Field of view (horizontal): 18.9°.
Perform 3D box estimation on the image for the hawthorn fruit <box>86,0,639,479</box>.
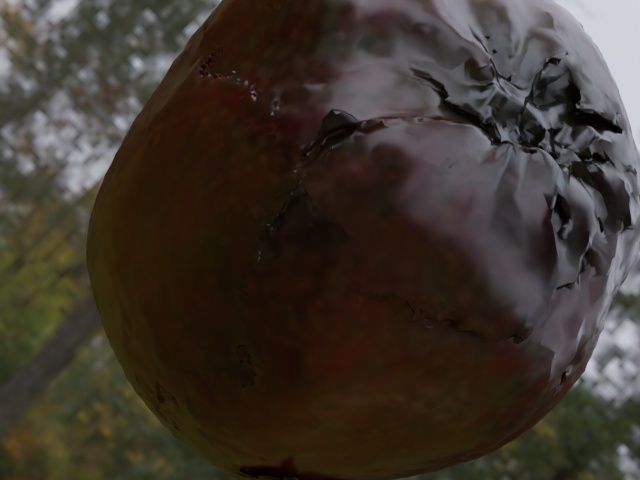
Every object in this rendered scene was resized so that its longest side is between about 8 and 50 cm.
[{"bbox_3d":[0.000,0.000,0.663,0.181,0.181,0.235,48,-36,-15],"label":"hawthorn fruit"}]
